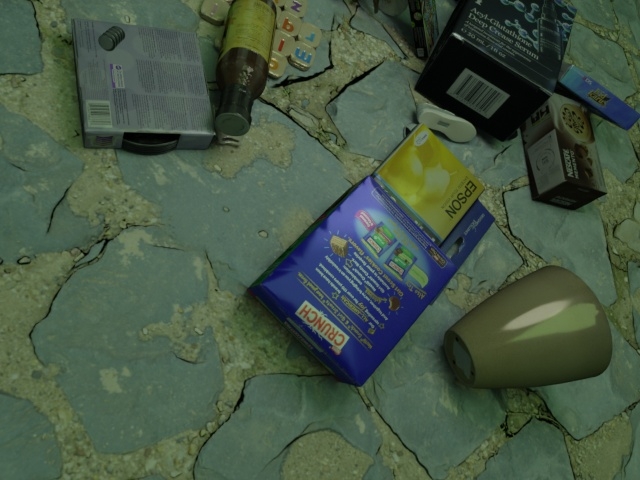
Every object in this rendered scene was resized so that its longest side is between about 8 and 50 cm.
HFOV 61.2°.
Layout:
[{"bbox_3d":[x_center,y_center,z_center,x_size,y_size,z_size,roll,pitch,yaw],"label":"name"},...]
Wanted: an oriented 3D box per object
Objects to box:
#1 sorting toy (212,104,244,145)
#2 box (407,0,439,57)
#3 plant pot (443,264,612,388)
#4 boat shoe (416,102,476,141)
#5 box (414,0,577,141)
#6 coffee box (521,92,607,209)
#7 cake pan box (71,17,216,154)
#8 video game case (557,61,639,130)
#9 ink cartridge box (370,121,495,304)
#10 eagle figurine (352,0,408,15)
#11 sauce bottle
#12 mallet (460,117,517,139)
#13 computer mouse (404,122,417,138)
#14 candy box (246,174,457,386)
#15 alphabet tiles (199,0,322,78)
[{"bbox_3d":[-0.191,-0.238,1.145,0.083,0.045,0.075,3,76,-26],"label":"sorting toy"},{"bbox_3d":[0.276,-0.611,1.452,0.036,0.207,0.114,9,56,26],"label":"box"},{"bbox_3d":[0.417,0.211,1.162,0.274,0.256,0.256,-15,76,-14],"label":"plant pot"},{"bbox_3d":[0.328,-0.313,1.424,0.184,0.066,0.063,10,47,-20],"label":"boat shoe"},{"bbox_3d":[0.482,-0.523,1.477,0.294,0.212,0.395,30,58,-4],"label":"box"},{"bbox_3d":[0.684,-0.254,1.541,0.168,0.119,0.297,12,65,-23],"label":"coffee box"},{"bbox_3d":[-0.350,-0.302,1.074,0.246,0.070,0.266,-6,73,-26],"label":"cake pan box"},{"bbox_3d":[0.795,-0.452,1.639,0.270,0.061,0.244,30,22,-12],"label":"video game case"},{"bbox_3d":[0.244,-0.066,1.249,0.307,0.072,0.303,43,67,-3],"label":"ink cartridge box"},{"bbox_3d":[0.163,-0.777,1.431,0.227,0.225,0.298,14,71,-10],"label":"eagle figurine"},{"bbox_3d":[-0.160,-0.374,1.134,0.112,0.111,0.344,17,57,-20],"label":"sauce bottle"},{"bbox_3d":[0.470,-0.314,1.512,0.190,0.039,0.062,-5,69,-24],"label":"mallet"},{"bbox_3d":[0.254,-0.217,1.356,0.106,0.042,0.192,0,70,-26],"label":"computer mouse"},{"bbox_3d":[0.065,0.077,1.063,0.268,0.122,0.317,47,68,-4],"label":"candy box"},{"bbox_3d":[-0.136,-0.520,1.297,0.284,0.021,0.277,23,61,-17],"label":"alphabet tiles"}]
